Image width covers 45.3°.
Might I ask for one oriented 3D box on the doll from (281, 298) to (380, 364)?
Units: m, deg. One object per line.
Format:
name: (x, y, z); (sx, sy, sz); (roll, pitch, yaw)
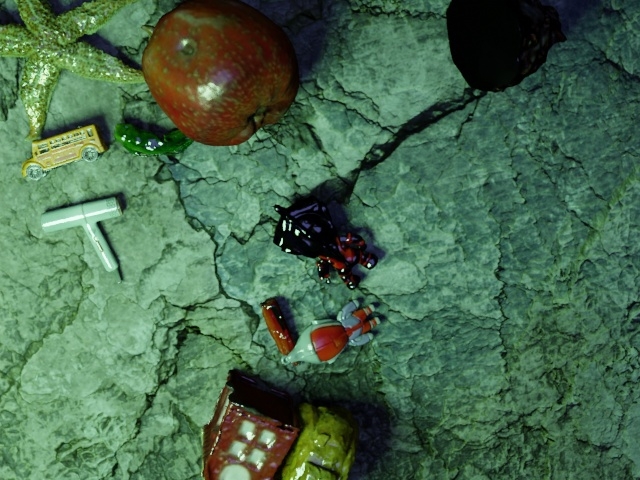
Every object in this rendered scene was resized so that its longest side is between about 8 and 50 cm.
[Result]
doll: (0.020, 0.201, 1.592); (0.227, 0.075, 0.102); (-28, 100, -14)

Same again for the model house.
model house: (-0.163, 0.423, 1.545); (0.160, 0.196, 0.254); (21, 96, -12)

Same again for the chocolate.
chocolate: (0.382, -0.407, 1.501); (0.177, 0.206, 0.224); (-17, 65, -22)

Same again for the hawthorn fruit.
hawthorn fruit: (-0.190, -0.312, 1.386); (0.300, 0.275, 0.275); (31, 94, -3)

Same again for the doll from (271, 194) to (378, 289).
doll: (-0.002, 0.001, 1.559); (0.249, 0.088, 0.127); (33, 73, -20)

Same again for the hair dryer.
hair dryer: (-0.453, 0.016, 1.521); (0.155, 0.044, 0.183); (-12, 103, -3)

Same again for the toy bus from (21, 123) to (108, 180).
toy bus: (-0.496, -0.169, 1.469); (0.162, 0.069, 0.074); (-19, 100, -5)

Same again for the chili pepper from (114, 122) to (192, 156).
chili pepper: (-0.309, -0.202, 1.499); (0.182, 0.050, 0.073); (-8, 92, -9)

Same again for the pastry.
pastry: (-0.010, 0.448, 1.550); (0.132, 0.235, 0.240); (21, 105, -14)

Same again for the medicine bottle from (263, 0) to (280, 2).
medicine bottle: (-0.070, -0.609, 1.434); (0.161, 0.111, 0.296); (-11, 99, -6)

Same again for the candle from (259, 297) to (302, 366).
candle: (-0.078, 0.193, 1.600); (0.048, 0.053, 0.162); (-40, 113, -45)

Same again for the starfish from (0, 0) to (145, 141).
starfish: (-0.498, -0.389, 1.436); (0.358, 0.078, 0.347); (-39, 99, 0)
